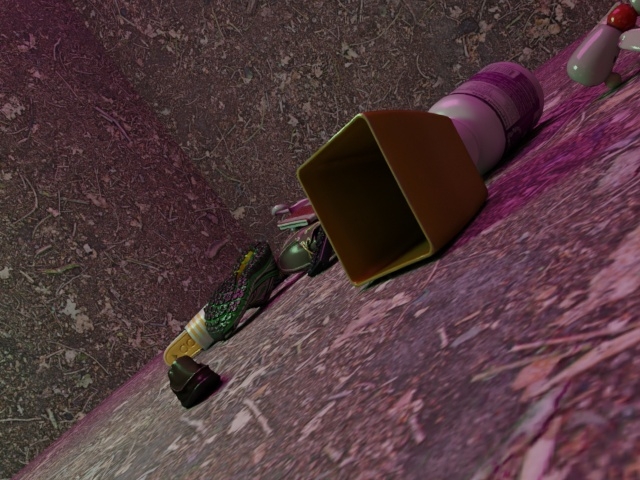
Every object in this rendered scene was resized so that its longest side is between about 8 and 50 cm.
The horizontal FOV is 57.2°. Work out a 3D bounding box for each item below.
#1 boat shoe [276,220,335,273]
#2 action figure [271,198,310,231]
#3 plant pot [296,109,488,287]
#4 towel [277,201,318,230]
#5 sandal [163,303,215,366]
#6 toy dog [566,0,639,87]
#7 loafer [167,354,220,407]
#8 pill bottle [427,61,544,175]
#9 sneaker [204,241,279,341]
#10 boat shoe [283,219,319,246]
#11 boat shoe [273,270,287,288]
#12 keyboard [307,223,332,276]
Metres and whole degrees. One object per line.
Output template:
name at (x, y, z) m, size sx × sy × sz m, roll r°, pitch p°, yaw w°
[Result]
boat shoe at (0.000, 0.000, 1.723) m, size 0.324 × 0.116 × 0.097 m, roll -31°, pitch 2°, yaw 10°
action figure at (0.031, -0.144, 2.197) m, size 0.370 × 0.276 × 0.248 m, roll -52°, pitch 0°, yaw -8°
plant pot at (0.124, -0.080, 0.903) m, size 0.187 × 0.212 × 0.212 m, roll -25°, pitch -4°, yaw -33°
towel at (0.033, -0.134, 1.901) m, size 0.329 × 0.037 × 0.237 m, roll -37°, pitch 12°, yaw -23°
sandal at (-0.371, 0.295, 1.748) m, size 0.265 × 0.102 × 0.076 m, roll -45°, pitch 4°, yaw 9°
toy dog at (0.575, -0.374, 0.940) m, size 0.220 × 0.161 × 0.333 m, roll -44°, pitch -8°, yaw -39°
loafer at (-0.254, 0.259, 1.105) m, size 0.080 × 0.078 × 0.220 m, roll -39°, pitch 4°, yaw -29°
pill bottle at (0.306, -0.225, 1.157) m, size 0.301 × 0.169 × 0.169 m, roll -40°, pitch 4°, yaw -36°
sneaker at (-0.209, 0.162, 1.709) m, size 0.134 × 0.146 × 0.343 m, roll -6°, pitch 37°, yaw 37°
boat shoe at (-0.006, -0.001, 1.920) m, size 0.324 × 0.123 × 0.116 m, roll -37°, pitch -28°, yaw -37°
boat shoe at (-0.150, 0.114, 2.075) m, size 0.083 × 0.065 × 0.183 m, roll -38°, pitch 2°, yaw 17°
keyboard at (0.034, -0.063, 1.574) m, size 0.201 × 0.033 × 0.317 m, roll -45°, pitch 25°, yaw 52°
